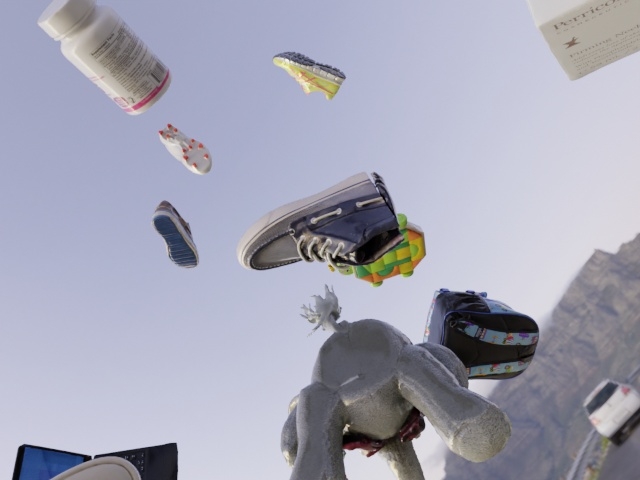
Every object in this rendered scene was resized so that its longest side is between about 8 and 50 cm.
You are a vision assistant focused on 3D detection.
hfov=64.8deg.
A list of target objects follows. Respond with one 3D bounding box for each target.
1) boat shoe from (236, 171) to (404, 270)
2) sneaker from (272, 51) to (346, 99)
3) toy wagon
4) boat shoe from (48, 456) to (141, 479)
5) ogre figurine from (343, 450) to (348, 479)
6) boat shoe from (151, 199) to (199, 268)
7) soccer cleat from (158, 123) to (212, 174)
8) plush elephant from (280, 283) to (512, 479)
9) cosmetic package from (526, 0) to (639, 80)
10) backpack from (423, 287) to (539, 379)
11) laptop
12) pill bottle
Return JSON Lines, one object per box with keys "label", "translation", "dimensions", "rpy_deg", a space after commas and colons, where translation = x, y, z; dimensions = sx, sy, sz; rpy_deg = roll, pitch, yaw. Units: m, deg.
{"label": "boat shoe", "translation": [0.000, 0.000, 0.991], "dimensions": [0.340, 0.158, 0.127], "rpy_deg": [-29, -40, 5]}
{"label": "sneaker", "translation": [-0.040, -0.454, 1.402], "dimensions": [0.081, 0.208, 0.094], "rpy_deg": [-67, 0, -53]}
{"label": "toy wagon", "translation": [0.195, 0.056, 1.750], "dimensions": [0.344, 0.068, 0.267], "rpy_deg": [-18, -49, -2]}
{"label": "boat shoe", "translation": [-0.334, 0.374, 0.549], "dimensions": [0.335, 0.112, 0.095], "rpy_deg": [-46, -8, -20]}
{"label": "ogre figurine", "translation": [0.006, 0.617, 1.336], "dimensions": [0.118, 0.097, 0.197], "rpy_deg": [-30, 0, 33]}
{"label": "boat shoe", "translation": [-0.306, -0.012, 1.100], "dimensions": [0.066, 0.066, 0.183], "rpy_deg": [-6, -42, 4]}
{"label": "soccer cleat", "translation": [-0.315, -0.210, 1.208], "dimensions": [0.068, 0.196, 0.076], "rpy_deg": [-41, -30, -15]}
{"label": "plush elephant", "translation": [0.083, 0.252, 0.736], "dimensions": [0.271, 0.330, 0.255], "rpy_deg": [-27, -51, -1]}
{"label": "cosmetic package", "translation": [0.623, -0.610, 1.090], "dimensions": [0.329, 0.328, 0.393], "rpy_deg": [-20, -13, 34]}
{"label": "backpack", "translation": [0.283, 0.167, 0.890], "dimensions": [0.173, 0.117, 0.158], "rpy_deg": [2, -66, -3]}
{"label": "laptop", "translation": [-0.403, 0.485, 0.916], "dimensions": [0.264, 0.234, 0.137], "rpy_deg": [-5, -38, -9]}
{"label": "pill bottle", "translation": [-0.513, -0.456, 1.219], "dimensions": [0.160, 0.160, 0.283], "rpy_deg": [-45, -47, -2]}
